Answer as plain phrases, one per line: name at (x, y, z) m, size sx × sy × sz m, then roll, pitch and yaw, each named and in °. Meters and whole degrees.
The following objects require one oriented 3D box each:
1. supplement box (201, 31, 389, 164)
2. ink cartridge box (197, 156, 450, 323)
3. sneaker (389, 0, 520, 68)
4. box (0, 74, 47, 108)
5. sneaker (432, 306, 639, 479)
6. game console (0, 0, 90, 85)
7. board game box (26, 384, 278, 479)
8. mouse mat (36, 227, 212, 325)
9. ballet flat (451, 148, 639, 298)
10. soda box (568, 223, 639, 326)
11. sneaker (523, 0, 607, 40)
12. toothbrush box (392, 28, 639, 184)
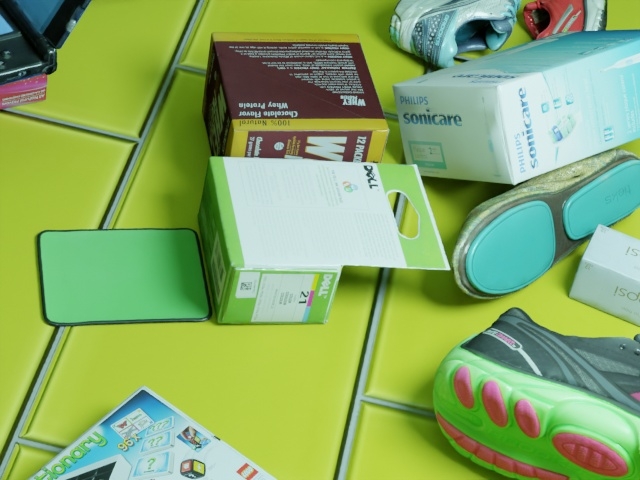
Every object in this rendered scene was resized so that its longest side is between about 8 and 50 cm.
supplement box at (-0.036, -0.148, 1.951) m, size 0.191 × 0.129 × 0.194 m, roll -1°, pitch 44°, yaw -14°
ink cartridge box at (0.000, 0.000, 1.829) m, size 0.255 × 0.097 × 0.189 m, roll 2°, pitch 43°, yaw -15°
sneaker at (0.238, -0.322, 2.210) m, size 0.283 × 0.110 × 0.122 m, roll -34°, pitch 58°, yaw -19°
box at (-0.471, -0.231, 1.943) m, size 0.256 × 0.128 × 0.123 m, roll -14°, pitch 50°, yaw -26°
sneaker at (0.359, 0.197, 1.634) m, size 0.482 × 0.185 × 0.202 m, roll 26°, pitch 48°, yaw 14°
game console at (-0.410, -0.332, 1.843) m, size 0.250 × 0.173 × 0.293 m, roll -19°, pitch 51°, yaw -29°
board game box at (-0.199, 0.284, 1.510) m, size 0.193 × 0.053 × 0.305 m, roll 33°, pitch 46°, yaw 20°
mouse mat at (-0.224, 0.039, 1.801) m, size 0.189 × 0.007 × 0.153 m, roll -2°, pitch 44°, yaw -13°
ballet flat at (0.254, -0.025, 1.910) m, size 0.348 × 0.123 × 0.123 m, roll -27°, pitch 55°, yaw -35°
soda box at (0.410, 0.064, 1.870) m, size 0.216 × 0.069 × 0.074 m, roll 22°, pitch 44°, yaw 12°
sneaker at (0.351, -0.336, 2.266) m, size 0.118 × 0.107 × 0.279 m, roll 2°, pitch 37°, yaw 11°
toothbrush box at (0.274, -0.173, 1.980) m, size 0.295 × 0.126 × 0.216 m, roll -19°, pitch 15°, yaw -31°
